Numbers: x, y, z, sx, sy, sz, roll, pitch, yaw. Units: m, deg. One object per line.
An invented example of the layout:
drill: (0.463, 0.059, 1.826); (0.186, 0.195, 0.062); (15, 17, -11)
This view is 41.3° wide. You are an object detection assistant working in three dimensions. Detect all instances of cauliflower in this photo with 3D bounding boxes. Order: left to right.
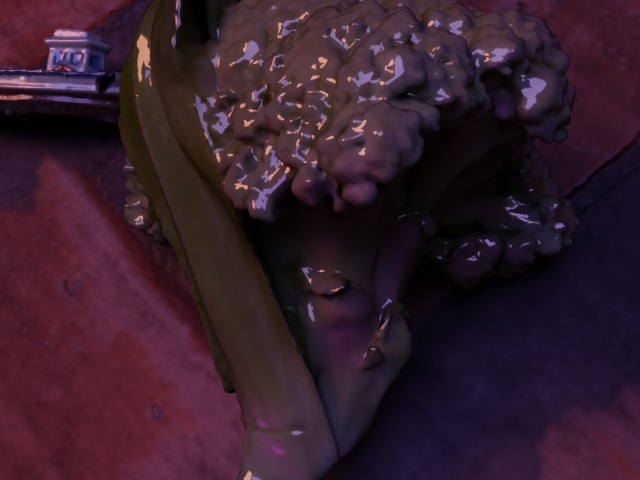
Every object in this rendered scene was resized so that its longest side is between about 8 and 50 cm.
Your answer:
cauliflower: (0.000, 0.000, 0.434); (0.256, 0.239, 0.315); (3, 87, 26)

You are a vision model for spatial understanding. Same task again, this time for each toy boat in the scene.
toy boat: (-0.177, -0.109, 0.572); (0.140, 0.059, 0.066); (4, 83, 9)
